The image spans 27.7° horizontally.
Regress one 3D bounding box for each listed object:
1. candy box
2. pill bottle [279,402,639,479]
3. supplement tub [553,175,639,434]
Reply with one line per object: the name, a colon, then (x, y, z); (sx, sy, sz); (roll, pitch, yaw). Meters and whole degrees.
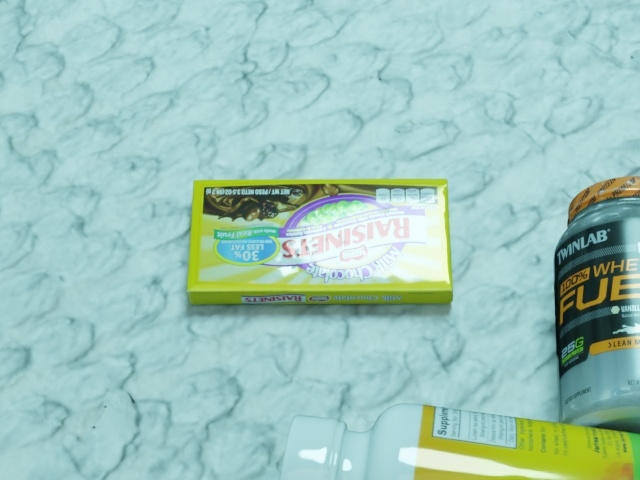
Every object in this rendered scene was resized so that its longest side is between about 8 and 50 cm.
candy box: (0.000, 0.000, 1.026); (0.206, 0.027, 0.105); (-1, 62, 1)
pill bottle: (0.097, 0.180, 0.852); (0.246, 0.136, 0.136); (7, 60, 5)
supplement tub: (0.227, 0.056, 0.936); (0.117, 0.117, 0.190); (2, 59, 2)
